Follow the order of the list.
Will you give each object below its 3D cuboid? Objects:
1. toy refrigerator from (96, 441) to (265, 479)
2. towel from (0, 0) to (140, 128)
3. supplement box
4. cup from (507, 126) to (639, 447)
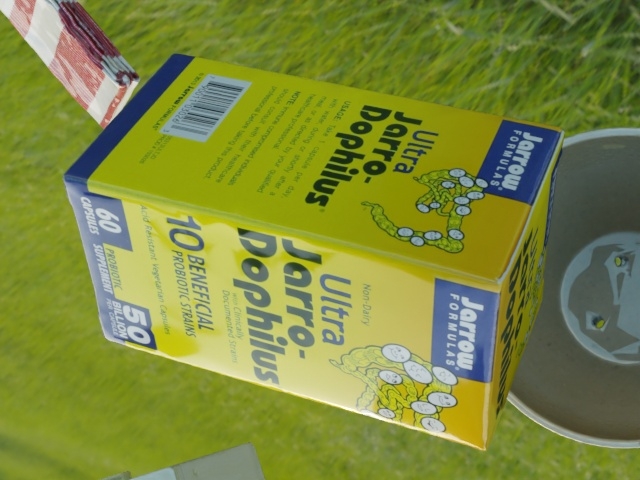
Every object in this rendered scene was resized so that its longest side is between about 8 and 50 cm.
[{"bbox_3d":[-0.169,0.216,0.738,0.269,0.102,0.094,-22,80,25],"label":"toy refrigerator"},{"bbox_3d":[-0.367,-0.293,1.373,0.329,0.037,0.237,50,161,-6],"label":"towel"},{"bbox_3d":[0.000,0.000,0.901,0.356,0.195,0.194,13,135,18],"label":"supplement box"},{"bbox_3d":[0.343,0.060,1.216,0.331,0.331,0.237,25,-179,20],"label":"cup"}]
